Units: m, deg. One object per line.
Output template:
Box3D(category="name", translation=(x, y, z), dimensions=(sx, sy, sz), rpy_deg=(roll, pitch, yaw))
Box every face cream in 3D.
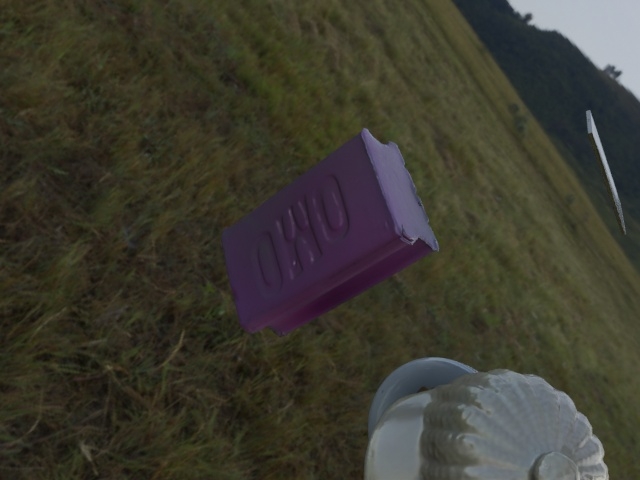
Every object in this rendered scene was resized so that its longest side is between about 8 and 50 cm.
Box3D(category="face cream", translation=(0.196, 0.286, 0.925), dimensions=(0.187, 0.201, 0.201), rpy_deg=(33, 25, -57))

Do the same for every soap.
Box3D(category="soap", translation=(0.000, 0.000, 0.586), dimensions=(0.066, 0.203, 0.122), rpy_deg=(15, 50, -49))

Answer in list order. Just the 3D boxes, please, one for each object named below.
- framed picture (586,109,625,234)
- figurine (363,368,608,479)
Box3D(category="framed picture", translation=(0.518, -0.126, 1.112), dimensions=(0.200, 0.010, 0.136), rpy_deg=(63, 29, -17))
Box3D(category="figurine", translation=(0.177, 0.219, 0.636), dimensions=(0.185, 0.205, 0.332), rpy_deg=(63, 14, 13))
